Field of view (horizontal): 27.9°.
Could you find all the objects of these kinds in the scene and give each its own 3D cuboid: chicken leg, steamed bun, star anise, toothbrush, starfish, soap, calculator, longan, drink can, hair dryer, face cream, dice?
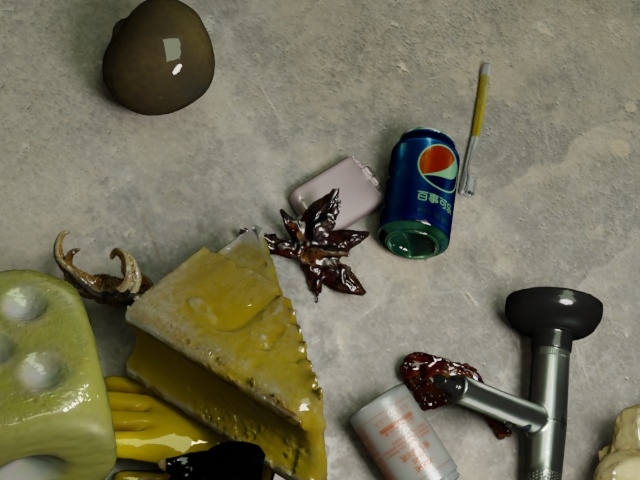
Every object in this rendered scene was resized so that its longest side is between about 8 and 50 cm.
[{"bbox_3d":[0.214,0.235,1.995,0.205,0.053,0.093,21,82,-6],"label":"chicken leg"},{"bbox_3d":[0.536,0.388,2.018,0.292,0.137,0.295,1,73,-29],"label":"steamed bun"},{"bbox_3d":[0.000,0.000,1.988,0.212,0.053,0.157,40,84,-4],"label":"star anise"},{"bbox_3d":[0.275,-0.196,2.254,0.024,0.021,0.288,28,57,-23],"label":"toothbrush"},{"bbox_3d":[-0.300,0.051,1.792,0.146,0.190,0.074,12,76,11],"label":"starfish"},{"bbox_3d":[-0.050,0.145,1.775,0.338,0.169,0.304,29,46,24],"label":"soap"},{"bbox_3d":[0.027,-0.068,2.067,0.175,0.032,0.100,-32,82,-33],"label":"calculator"},{"bbox_3d":[-0.244,-0.279,1.971,0.189,0.189,0.189,10,62,-20],"label":"longan"},{"bbox_3d":[0.161,-0.077,2.085,0.118,0.118,0.205,19,58,-15],"label":"drink can"},{"bbox_3d":[0.313,0.195,1.952,0.284,0.155,0.320,47,48,-45],"label":"hair dryer"},{"bbox_3d":[0.147,0.338,1.880,0.101,0.101,0.252,-26,79,-32],"label":"face cream"},{"bbox_3d":[-0.385,0.191,1.592,0.227,0.238,0.233,-12,56,-16],"label":"dice"}]

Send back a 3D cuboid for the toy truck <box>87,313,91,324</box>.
[{"bbox_3d":[-0.345,0.132,1.780,0.074,0.063,0.136,-39,80,-14],"label":"toy truck"}]

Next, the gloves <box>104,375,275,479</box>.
[{"bbox_3d":[-0.206,0.268,1.769,0.294,0.116,0.133,14,32,-8],"label":"gloves"}]

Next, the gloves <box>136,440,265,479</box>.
[{"bbox_3d":[-0.176,0.340,1.664,0.124,0.203,0.164,46,43,-1],"label":"gloves"}]
